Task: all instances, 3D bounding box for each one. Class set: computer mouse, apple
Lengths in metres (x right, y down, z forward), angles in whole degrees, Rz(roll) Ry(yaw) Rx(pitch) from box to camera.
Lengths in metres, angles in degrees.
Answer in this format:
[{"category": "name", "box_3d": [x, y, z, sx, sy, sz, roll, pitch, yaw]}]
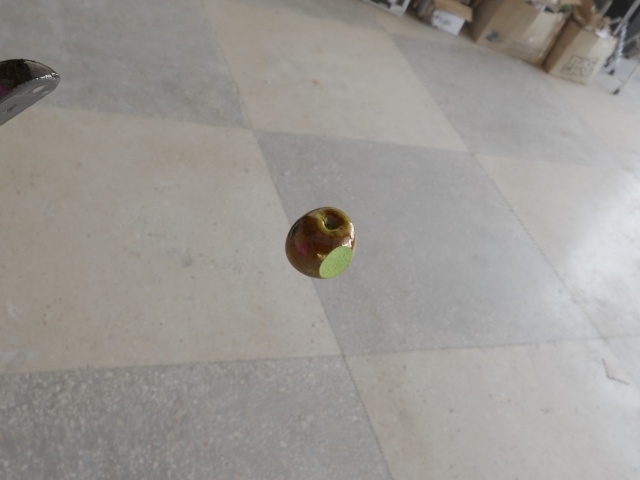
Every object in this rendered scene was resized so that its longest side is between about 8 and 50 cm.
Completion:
[{"category": "computer mouse", "box_3d": [-0.724, -0.334, 1.485, 0.100, 0.269, 0.170, 61, 14, -5]}, {"category": "apple", "box_3d": [0.000, 0.000, 1.016, 0.114, 0.102, 0.099, -1, 39, -37]}]
